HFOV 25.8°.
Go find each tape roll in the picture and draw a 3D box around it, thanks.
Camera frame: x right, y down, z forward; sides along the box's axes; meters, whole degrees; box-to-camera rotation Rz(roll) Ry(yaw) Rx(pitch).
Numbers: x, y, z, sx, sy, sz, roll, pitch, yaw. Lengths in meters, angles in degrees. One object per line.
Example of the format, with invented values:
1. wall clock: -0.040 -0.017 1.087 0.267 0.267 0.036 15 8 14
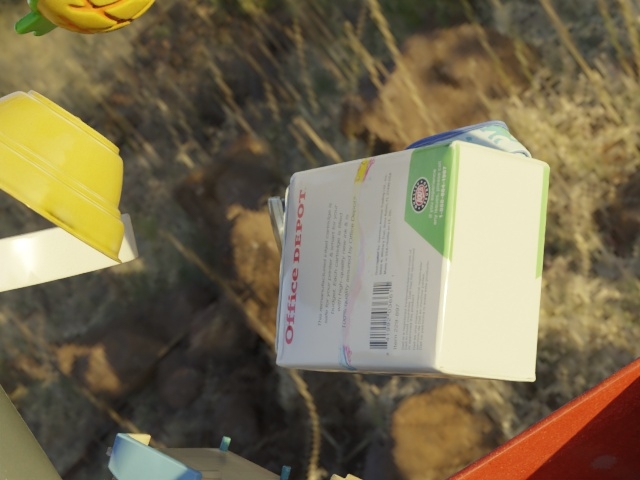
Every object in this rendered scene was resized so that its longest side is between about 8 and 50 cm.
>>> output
1. tape roll: -0.459 0.032 2.017 0.392 0.072 0.392 -12 4 1

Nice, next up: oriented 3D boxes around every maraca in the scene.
1. maraca: -0.198 -0.223 1.204 0.127 0.099 0.186 -20 -6 -34

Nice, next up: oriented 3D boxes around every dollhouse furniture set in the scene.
1. dollhouse furniture set: -0.086 0.362 1.661 0.303 0.286 0.198 19 95 37

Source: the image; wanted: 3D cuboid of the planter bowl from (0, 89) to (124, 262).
1. planter bowl: -0.249 -0.075 1.280 0.090 0.217 0.217 -57 21 -3

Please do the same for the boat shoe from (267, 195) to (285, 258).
1. boat shoe: 0.000 0.000 1.856 0.092 0.103 0.285 -14 -20 9

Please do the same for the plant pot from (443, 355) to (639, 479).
1. plant pot: 0.269 0.275 1.031 0.267 0.236 0.267 -39 45 30

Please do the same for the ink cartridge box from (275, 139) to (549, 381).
1. ink cartridge box: 0.060 0.021 1.010 0.212 0.093 0.154 -7 77 56

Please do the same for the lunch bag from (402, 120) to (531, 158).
1. lunch bag: 0.175 -0.039 1.755 0.176 0.219 0.090 -19 48 -19

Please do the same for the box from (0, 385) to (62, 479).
1. box: -0.402 0.255 1.557 0.108 0.153 0.207 -35 7 -38
